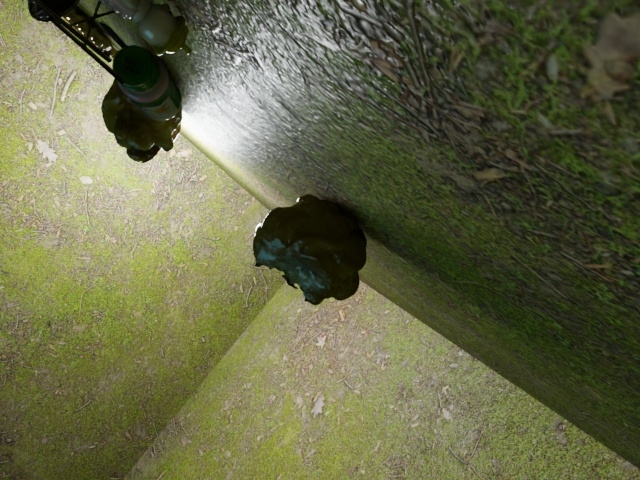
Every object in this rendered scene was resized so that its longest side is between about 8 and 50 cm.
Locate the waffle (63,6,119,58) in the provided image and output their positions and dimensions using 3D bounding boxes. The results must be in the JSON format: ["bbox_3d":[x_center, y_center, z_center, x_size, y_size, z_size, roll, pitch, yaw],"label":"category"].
[{"bbox_3d":[-0.785,-0.708,1.526,0.291,0.051,0.291,42,177,3],"label":"waffle"}]

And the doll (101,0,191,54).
[{"bbox_3d":[-0.282,-0.359,0.685,0.207,0.081,0.129,39,-176,-28],"label":"doll"}]

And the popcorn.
[{"bbox_3d":[-0.585,-0.409,1.523,0.276,0.276,0.225,37,-165,29],"label":"popcorn"}]

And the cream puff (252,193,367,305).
[{"bbox_3d":[-0.002,-0.006,1.224,0.323,0.269,0.274,40,142,-19],"label":"cream puff"}]

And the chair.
[{"bbox_3d":[-0.465,-0.450,0.823,0.326,0.159,0.170,39,174,-11],"label":"chair"}]

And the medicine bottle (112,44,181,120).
[{"bbox_3d":[-0.472,-0.427,1.247,0.133,0.133,0.274,40,175,-4],"label":"medicine bottle"}]

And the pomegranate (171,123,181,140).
[{"bbox_3d":[-0.673,-0.492,1.842,0.215,0.215,0.215,39,176,3],"label":"pomegranate"}]

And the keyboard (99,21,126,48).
[{"bbox_3d":[-0.618,-0.609,1.402,0.053,0.010,0.155,37,175,18],"label":"keyboard"}]
